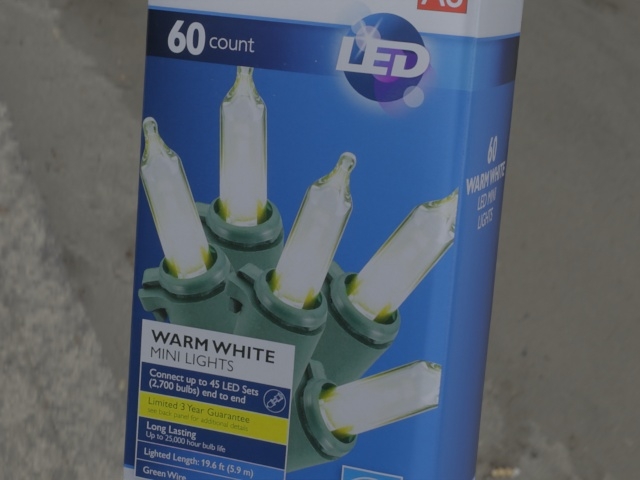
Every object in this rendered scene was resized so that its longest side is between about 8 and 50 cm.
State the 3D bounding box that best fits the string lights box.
[{"bbox_3d":[0.000,0.000,0.603,0.133,0.260,0.077,8,12,19],"label":"string lights box"}]
